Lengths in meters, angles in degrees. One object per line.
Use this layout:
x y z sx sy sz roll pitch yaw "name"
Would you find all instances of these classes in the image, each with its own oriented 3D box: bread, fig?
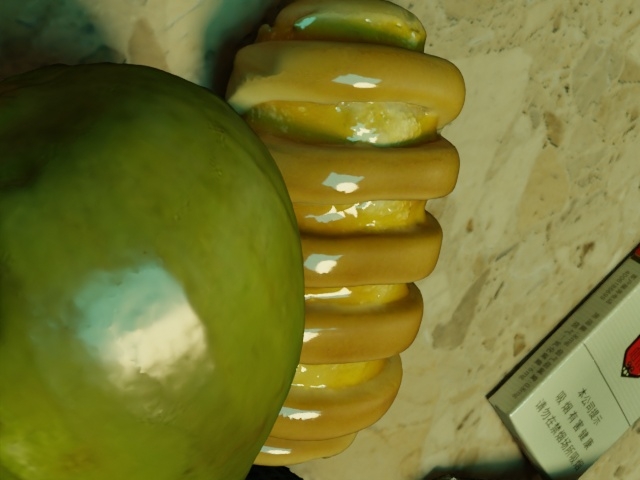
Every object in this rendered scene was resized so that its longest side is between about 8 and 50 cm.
0.000 0.000 0.872 0.172 0.121 0.311 -1 114 -34 "bread"
-0.113 0.041 0.723 0.239 0.239 0.271 -38 117 -13 "fig"

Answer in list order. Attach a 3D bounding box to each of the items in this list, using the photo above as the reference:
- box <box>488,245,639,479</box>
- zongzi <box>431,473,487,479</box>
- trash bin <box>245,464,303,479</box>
0.259 0.093 1.167 0.245 0.035 0.139 -42 131 -9 "box"
0.187 0.317 1.164 0.241 0.111 0.248 1 114 -19 "zongzi"
-0.041 0.230 0.940 0.175 0.161 0.175 -18 127 -25 "trash bin"
